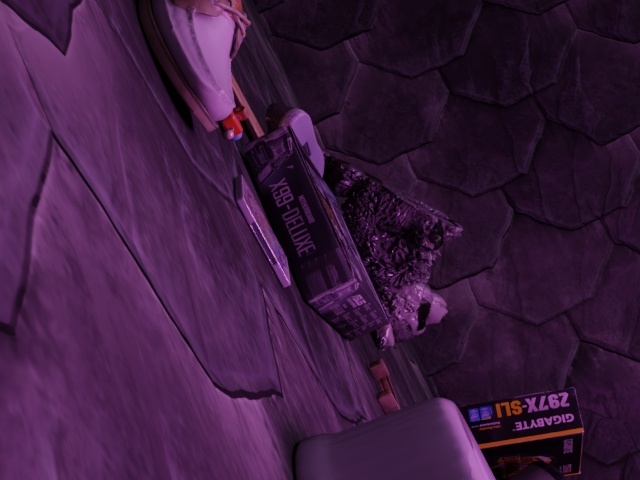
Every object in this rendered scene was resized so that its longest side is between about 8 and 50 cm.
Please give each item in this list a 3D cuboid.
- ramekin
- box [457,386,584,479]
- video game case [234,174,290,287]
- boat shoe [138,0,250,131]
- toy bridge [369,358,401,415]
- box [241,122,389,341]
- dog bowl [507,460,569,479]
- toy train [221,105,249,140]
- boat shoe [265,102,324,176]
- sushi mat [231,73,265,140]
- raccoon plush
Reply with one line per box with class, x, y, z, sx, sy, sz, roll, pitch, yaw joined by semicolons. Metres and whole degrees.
ramekin;0.098;0.264;0.837;0.277;0.135;0.277;-25;90;-86
box;0.288;0.332;1.656;0.322;0.257;0.079;63;19;-64
video game case;-0.068;-0.012;1.209;0.122;0.011;0.087;63;5;-21
boat shoe;-0.137;-0.251;1.146;0.113;0.103;0.302;58;8;-53
toy bridge;0.113;0.266;1.634;0.188;0.026;0.063;-104;169;-62
box;0.000;0.000;1.487;0.307;0.077;0.242;52;13;-70
dog bowl;0.346;0.545;1.531;0.408;0.150;0.407;159;-90;-82
toy train;-0.136;-0.212;1.309;0.166;0.046;0.125;60;6;-45
boat shoe;-0.052;-0.153;1.774;0.076;0.080;0.228;32;-21;26
sushi mat;-0.129;-0.224;1.610;0.316;0.019;0.151;62;4;-27
raccoon plush;0.084;0.020;2.145;0.446;0.299;0.216;33;11;20
